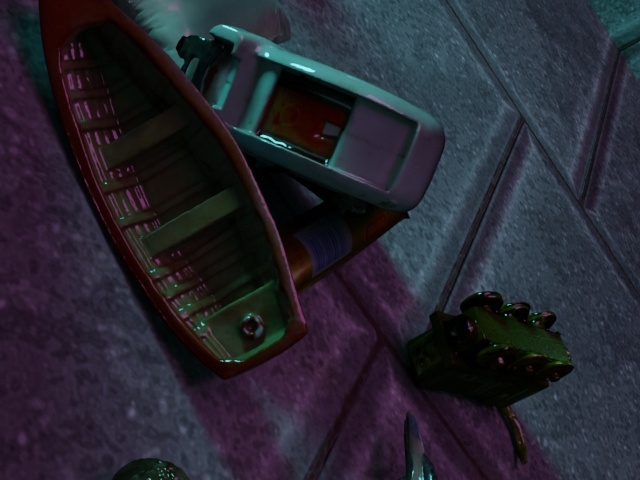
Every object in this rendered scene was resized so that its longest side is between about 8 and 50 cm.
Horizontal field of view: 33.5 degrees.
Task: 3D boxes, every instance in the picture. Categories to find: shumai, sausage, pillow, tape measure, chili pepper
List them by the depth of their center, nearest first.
[{"bbox_3d":[-0.136,0.198,0.750,0.083,0.082,0.080,49,26,23],"label":"shumai"},{"bbox_3d":[-0.001,-0.106,1.060,0.246,0.125,0.243,26,6,17],"label":"tape measure"},{"bbox_3d":[0.000,0.000,1.118,0.082,0.082,0.371,60,30,-2],"label":"sausage"},{"bbox_3d":[-0.128,-0.247,1.126,0.144,0.078,0.254,57,31,-5],"label":"pillow"},{"bbox_3d":[0.245,0.244,1.345,0.030,0.017,0.083,9,55,-53],"label":"chili pepper"}]

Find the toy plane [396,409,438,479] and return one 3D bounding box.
[{"bbox_3d":[0.085,0.281,1.014,0.192,0.088,0.262,43,24,-38],"label":"toy plane"}]

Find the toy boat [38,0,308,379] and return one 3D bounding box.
[{"bbox_3d":[-0.140,-0.066,0.933,0.392,0.136,0.079,60,-1,6],"label":"toy boat"}]

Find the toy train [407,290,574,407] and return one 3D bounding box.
[{"bbox_3d":[0.200,0.134,1.254,0.226,0.137,0.090,19,48,-44],"label":"toy train"}]
